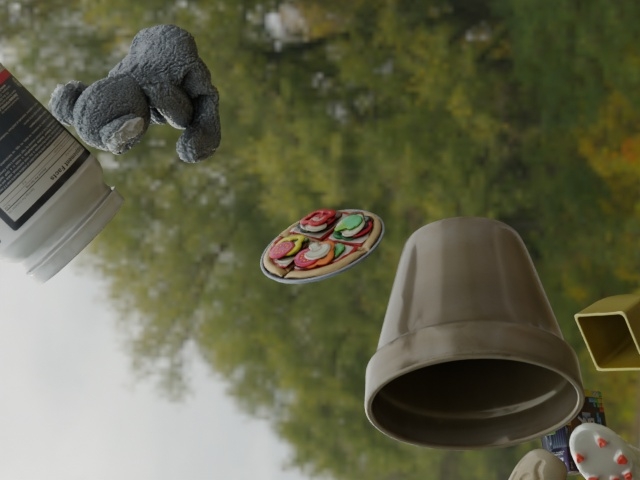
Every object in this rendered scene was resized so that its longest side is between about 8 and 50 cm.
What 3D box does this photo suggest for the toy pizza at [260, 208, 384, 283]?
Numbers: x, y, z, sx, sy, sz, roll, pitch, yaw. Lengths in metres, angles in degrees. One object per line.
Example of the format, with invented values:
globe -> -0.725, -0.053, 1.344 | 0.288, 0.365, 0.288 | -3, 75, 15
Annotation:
toy pizza -> 0.000, 0.000, 2.313 | 0.201, 0.201, 0.032 | -71, -34, -57

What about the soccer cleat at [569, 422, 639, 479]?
soccer cleat -> 0.363, 0.272, 1.755 | 0.196, 0.068, 0.076 | 40, -150, -15

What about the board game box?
board game box -> 0.421, 0.317, 2.486 | 0.170, 0.048, 0.141 | 12, -114, -54

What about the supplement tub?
supplement tub -> -0.419, -0.093, 2.032 | 0.272, 0.191, 0.191 | 46, -155, -12

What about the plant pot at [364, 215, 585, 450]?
plant pot -> 0.227, 0.129, 2.278 | 0.323, 0.323, 0.280 | 73, -165, -57

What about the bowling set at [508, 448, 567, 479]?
bowling set -> 0.315, 0.366, 1.604 | 0.154, 0.287, 0.200 | -56, -34, -10

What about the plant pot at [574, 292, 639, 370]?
plant pot -> 0.379, 0.105, 1.848 | 0.083, 0.081, 0.081 | -34, -74, -36

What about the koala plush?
koala plush -> -0.287, -0.210, 2.281 | 0.221, 0.196, 0.203 | -29, -42, -36
